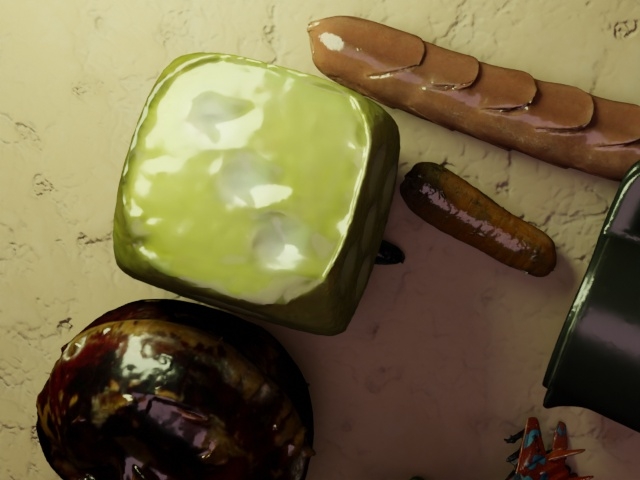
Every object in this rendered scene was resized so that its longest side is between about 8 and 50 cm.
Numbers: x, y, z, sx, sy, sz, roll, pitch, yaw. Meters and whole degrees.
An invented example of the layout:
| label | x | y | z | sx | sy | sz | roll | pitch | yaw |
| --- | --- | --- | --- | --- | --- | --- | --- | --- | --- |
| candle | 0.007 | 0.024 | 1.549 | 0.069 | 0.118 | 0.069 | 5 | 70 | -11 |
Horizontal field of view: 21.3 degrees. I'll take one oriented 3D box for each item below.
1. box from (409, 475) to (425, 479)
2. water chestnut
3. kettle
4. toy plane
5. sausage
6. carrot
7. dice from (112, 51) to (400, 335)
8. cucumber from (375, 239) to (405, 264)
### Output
| label | x | y | z | sx | sy | sz | roll | pitch | yaw |
| --- | --- | --- | --- | --- | --- | --- | --- | --- | --- |
| box | 0.074 | 0.380 | 1.727 | 0.178 | 0.329 | 0.252 | 37 | 102 | 12 |
| water chestnut | -0.157 | 0.207 | 1.763 | 0.300 | 0.300 | 0.300 | 1 | 98 | 10 |
| kettle | 0.399 | 0.099 | 1.674 | 0.308 | 0.203 | 0.262 | 22 | 129 | 9 |
| toy plane | 0.205 | 0.260 | 1.767 | 0.189 | 0.061 | 0.130 | -21 | 96 | -33 |
| sausage | 0.185 | -0.140 | 1.751 | 0.433 | 0.088 | 0.088 | 19 | 101 | 8 |
| carrot | 0.166 | -0.019 | 1.784 | 0.186 | 0.060 | 0.060 | 33 | 102 | -1 |
| dice | -0.060 | -0.043 | 1.710 | 0.238 | 0.227 | 0.233 | 16 | 84 | 10 |
| cucumber | 0.000 | 0.000 | 1.827 | 0.184 | 0.033 | 0.036 | 8 | 78 | 10 |
